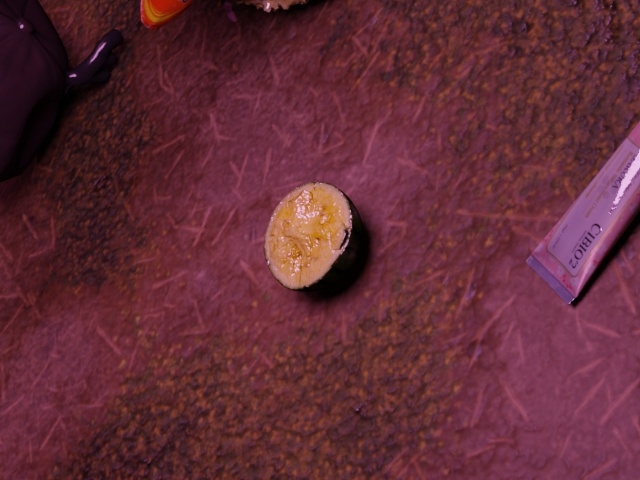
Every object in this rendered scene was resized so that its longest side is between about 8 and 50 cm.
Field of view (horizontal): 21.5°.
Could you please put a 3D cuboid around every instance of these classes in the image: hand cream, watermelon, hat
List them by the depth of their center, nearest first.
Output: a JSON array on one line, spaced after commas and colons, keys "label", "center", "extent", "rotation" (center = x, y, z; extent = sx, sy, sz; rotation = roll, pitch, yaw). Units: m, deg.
[{"label": "hand cream", "center": [0.251, -0.046, 1.402], "extent": [0.210, 0.043, 0.067], "rotation": [-54, 45, 13]}, {"label": "watermelon", "center": [0.000, 0.000, 1.577], "extent": [0.105, 0.062, 0.105], "rotation": [-14, 68, 37]}, {"label": "hat", "center": [-0.367, -0.237, 1.907], "extent": [0.209, 0.238, 0.336], "rotation": [-40, 32, 14]}]

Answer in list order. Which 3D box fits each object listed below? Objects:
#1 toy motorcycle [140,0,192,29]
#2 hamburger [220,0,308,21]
[{"label": "toy motorcycle", "center": [-0.112, -0.352, 1.638], "extent": [0.298, 0.089, 0.171], "rotation": [-55, 47, 5]}, {"label": "hamburger", "center": [-0.046, -0.340, 1.736], "extent": [0.261, 0.138, 0.243], "rotation": [27, 87, 45]}]
